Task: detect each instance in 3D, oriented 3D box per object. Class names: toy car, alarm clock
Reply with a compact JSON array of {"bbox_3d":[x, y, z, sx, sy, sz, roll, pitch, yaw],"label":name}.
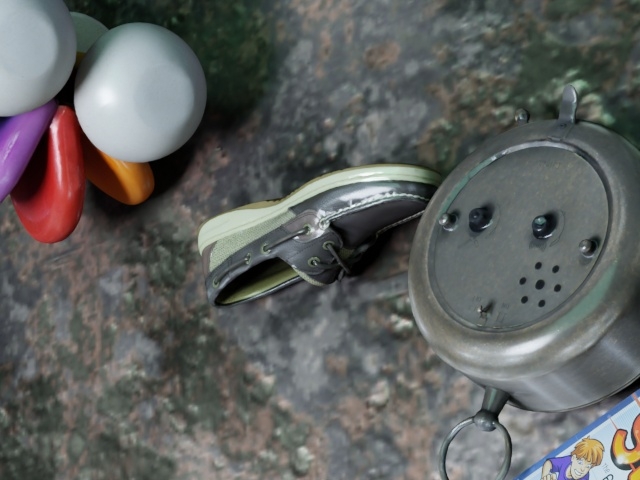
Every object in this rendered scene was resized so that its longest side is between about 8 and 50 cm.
[{"bbox_3d":[-0.164,-0.070,0.953,0.159,0.182,0.136,19,90,58],"label":"toy car"},{"bbox_3d":[0.095,0.026,0.784,0.129,0.064,0.192,10,75,42],"label":"alarm clock"}]

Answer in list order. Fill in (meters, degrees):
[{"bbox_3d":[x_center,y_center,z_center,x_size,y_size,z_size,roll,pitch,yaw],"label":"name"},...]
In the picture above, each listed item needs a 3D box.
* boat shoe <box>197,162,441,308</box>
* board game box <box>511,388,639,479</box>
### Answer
[{"bbox_3d":[0.000,0.000,0.884,0.152,0.056,0.049,-20,66,40],"label":"boat shoe"},{"bbox_3d":[0.133,0.157,0.691,0.136,0.035,0.201,-39,34,17],"label":"board game box"}]
